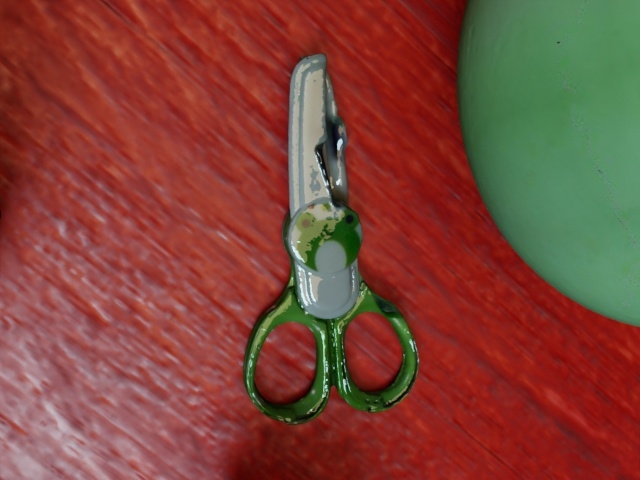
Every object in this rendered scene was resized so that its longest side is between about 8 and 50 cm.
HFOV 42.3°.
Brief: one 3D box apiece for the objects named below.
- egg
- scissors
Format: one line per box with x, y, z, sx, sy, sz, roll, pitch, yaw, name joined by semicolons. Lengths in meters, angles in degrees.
0.178;-0.091;0.397;0.221;0.220;0.269;4;93;-13;egg
0.000;0.000;0.463;0.101;0.027;0.204;-7;97;-15;scissors
